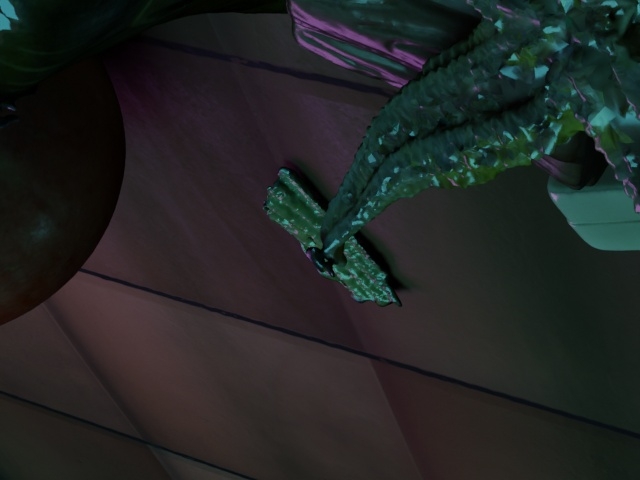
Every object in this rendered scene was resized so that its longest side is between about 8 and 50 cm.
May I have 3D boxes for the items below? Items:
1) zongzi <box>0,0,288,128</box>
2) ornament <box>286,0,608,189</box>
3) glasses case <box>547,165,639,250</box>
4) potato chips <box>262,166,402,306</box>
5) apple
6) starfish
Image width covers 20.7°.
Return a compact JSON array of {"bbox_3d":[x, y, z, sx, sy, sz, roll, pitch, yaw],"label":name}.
[{"bbox_3d":[-0.095,-0.167,1.099,0.208,0.403,0.432,-37,124,26],"label":"zongzi"},{"bbox_3d":[0.108,-0.167,1.084,0.217,0.235,0.221,25,129,14],"label":"ornament"},{"bbox_3d":[0.299,-0.066,1.138,0.313,0.131,0.070,-4,140,48],"label":"glasses case"},{"bbox_3d":[0.000,0.001,1.687,0.092,0.028,0.207,-2,142,45],"label":"potato chips"},{"bbox_3d":[-0.352,-0.078,1.535,0.364,0.364,0.364,23,154,12],"label":"apple"},{"bbox_3d":[0.082,-0.103,0.908,0.384,0.132,0.398,-1,123,51],"label":"starfish"}]
